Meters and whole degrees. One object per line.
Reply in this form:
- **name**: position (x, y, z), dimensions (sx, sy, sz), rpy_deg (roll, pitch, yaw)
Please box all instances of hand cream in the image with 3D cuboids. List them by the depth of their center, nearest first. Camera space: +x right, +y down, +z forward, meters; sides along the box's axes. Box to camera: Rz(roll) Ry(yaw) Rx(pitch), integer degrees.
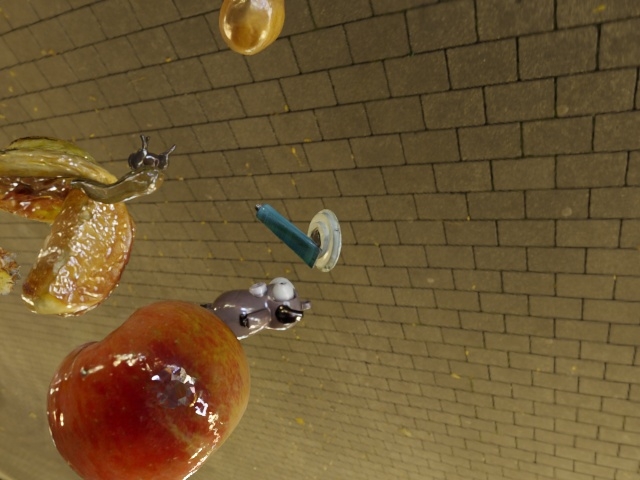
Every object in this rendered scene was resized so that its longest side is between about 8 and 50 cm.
- **hand cream**: position (-0.088, -0.022, 1.205), dimensions (0.224, 0.048, 0.083), rpy_deg (42, 136, 16)

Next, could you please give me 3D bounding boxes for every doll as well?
- **doll**: position (-0.149, 0.159, 1.071), dimensions (0.258, 0.182, 0.117), rpy_deg (-12, 100, -7)
- **doll**: position (-0.600, -0.284, 1.641), dimensions (0.139, 0.165, 0.057), rpy_deg (19, -179, -26)

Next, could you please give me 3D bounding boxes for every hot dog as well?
- **hot dog**: position (-0.678, 0.039, 1.369), dimensions (0.185, 0.405, 0.223), rpy_deg (4, 158, 35)

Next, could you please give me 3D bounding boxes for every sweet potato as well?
- **sweet potato**: position (-0.516, -0.139, 1.200), dimensions (0.233, 0.081, 0.062), rpy_deg (-12, 175, -5)

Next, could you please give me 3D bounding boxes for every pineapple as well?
- **pineapple**: position (-0.919, 0.077, 1.316), dimensions (0.135, 0.079, 0.233), rpy_deg (-4, 144, -12)

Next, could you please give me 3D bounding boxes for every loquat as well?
- **loquat**: position (-0.221, -0.719, 1.502), dimensions (0.193, 0.238, 0.238), rpy_deg (20, 144, -27)

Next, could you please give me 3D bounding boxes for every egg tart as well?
- **egg tart**: position (-0.862, -0.199, 1.491), dimensions (0.444, 0.178, 0.443), rpy_deg (-5, 159, -2)

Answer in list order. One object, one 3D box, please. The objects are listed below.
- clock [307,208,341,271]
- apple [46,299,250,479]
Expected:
- **clock**: position (0.000, 0.000, 1.732), dimensions (0.053, 0.236, 0.236), rpy_deg (2, 146, -26)
- **apple**: position (-0.236, 0.214, 0.672), dimensions (0.251, 0.293, 0.163), rpy_deg (50, 150, -1)
